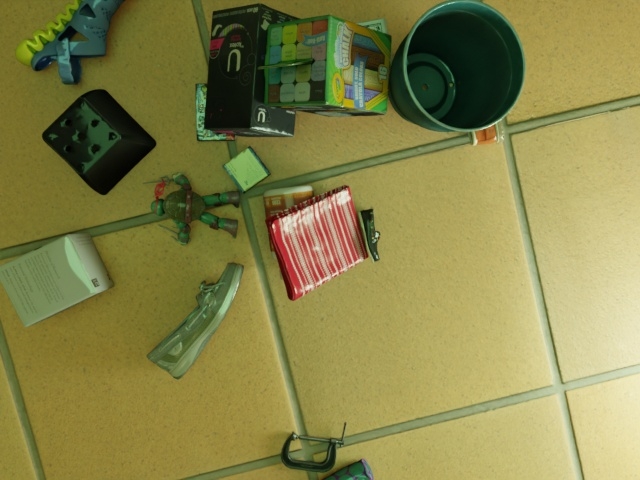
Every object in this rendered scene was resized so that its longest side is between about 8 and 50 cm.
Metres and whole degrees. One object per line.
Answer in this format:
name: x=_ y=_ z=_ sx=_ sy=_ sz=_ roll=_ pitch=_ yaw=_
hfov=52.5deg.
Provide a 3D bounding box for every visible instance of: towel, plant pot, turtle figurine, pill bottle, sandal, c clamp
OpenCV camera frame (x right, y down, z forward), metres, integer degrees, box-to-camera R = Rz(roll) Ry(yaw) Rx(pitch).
towel: x=0.000 y=0.000 z=1.498 sx=0.275 sy=0.031 sz=0.198 roll=-27 pitch=107 yaw=-40
plant pot: x=-0.523 y=-0.234 z=1.490 sx=0.187 sy=0.167 sz=0.188 roll=-44 pitch=93 yaw=0
turtle figurine: x=-0.312 y=-0.073 z=1.539 sx=0.234 sy=0.118 sz=0.175 roll=5 pitch=93 yaw=-8
pill bottle: x=-0.064 y=-0.019 z=1.543 sx=0.121 sy=0.121 sz=0.215 roll=-8 pitch=93 yaw=-2
sandal: x=-0.543 y=-0.480 z=1.504 sx=0.317 sy=0.126 sz=0.138 roll=-40 pitch=98 yaw=9
plant pot: x=0.273 y=-0.367 z=1.457 sx=0.272 sy=0.255 sz=0.271 roll=-1 pitch=93 yaw=-12
c clamp: x=-0.018 y=0.517 z=1.632 sx=0.161 sy=0.022 sz=0.137 roll=3 pitch=99 yaw=-4

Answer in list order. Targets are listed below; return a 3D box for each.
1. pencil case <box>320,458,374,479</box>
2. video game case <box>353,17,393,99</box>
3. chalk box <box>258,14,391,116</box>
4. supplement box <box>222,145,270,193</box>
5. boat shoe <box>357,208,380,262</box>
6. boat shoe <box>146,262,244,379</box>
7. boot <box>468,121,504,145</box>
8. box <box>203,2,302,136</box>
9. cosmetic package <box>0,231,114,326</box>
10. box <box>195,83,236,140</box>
pencil case: x=0.059 y=0.607 z=1.616 sx=0.152 sy=0.064 sz=0.070 roll=-29 pitch=78 yaw=0
video game case: x=0.070 y=-0.424 z=1.572 sx=0.213 sy=0.023 sz=0.193 roll=-11 pitch=94 yaw=-2
chalk box: x=-0.003 y=-0.368 z=1.383 sx=0.180 sy=0.289 sz=0.179 roll=8 pitch=97 yaw=38
supplement box: x=-0.177 y=-0.169 z=1.561 sx=0.083 sy=0.056 sz=0.083 roll=-36 pitch=94 yaw=0
boat shoe: x=0.126 y=-0.012 z=1.586 sx=0.042 sy=0.049 sz=0.132 roll=-13 pitch=90 yaw=7
boat shoe: x=-0.292 y=0.181 z=1.553 sx=0.103 sy=0.118 sz=0.320 roll=33 pitch=99 yaw=-8
boot: x=0.387 y=-0.308 z=1.575 sx=0.085 sy=0.059 sz=0.157 roll=-13 pitch=95 yaw=4
box: x=-0.153 y=-0.377 z=1.474 sx=0.165 sy=0.143 sz=0.270 roll=7 pitch=95 yaw=41
cosmetic package: x=-0.613 y=0.087 z=1.514 sx=0.184 sy=0.151 sz=0.151 roll=-26 pitch=94 yaw=-1
box: x=-0.252 y=-0.309 z=1.564 sx=0.094 sy=0.027 sz=0.136 roll=-2 pitch=93 yaw=-3
